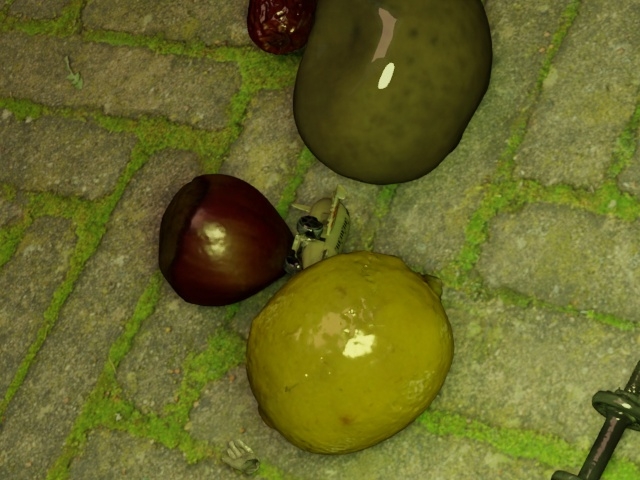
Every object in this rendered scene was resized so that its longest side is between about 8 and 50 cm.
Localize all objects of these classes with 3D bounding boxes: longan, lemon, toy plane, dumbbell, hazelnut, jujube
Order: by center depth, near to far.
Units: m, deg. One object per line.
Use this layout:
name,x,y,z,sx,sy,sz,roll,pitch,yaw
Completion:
dumbbell,0.343,0.257,1.793,0.082,0.081,0.254,18,71,36
lemon,0.035,0.148,1.929,0.284,0.260,0.260,-17,54,16
toy plane,0.000,0.000,2.116,0.092,0.229,0.244,12,31,-8
longan,0.102,-0.250,2.144,0.288,0.288,0.350,16,80,36
hazelnut,-0.135,0.003,2.177,0.208,0.208,0.208,-14,54,21
jujube,-0.062,-0.389,2.423,0.112,0.109,0.176,7,55,-6

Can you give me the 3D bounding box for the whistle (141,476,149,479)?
whistle,-0.242,0.379,2.072,0.035,0.035,0.100,-23,51,15

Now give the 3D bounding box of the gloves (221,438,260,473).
gloves,-0.109,0.305,2.043,0.044,0.037,0.081,-21,36,-17
